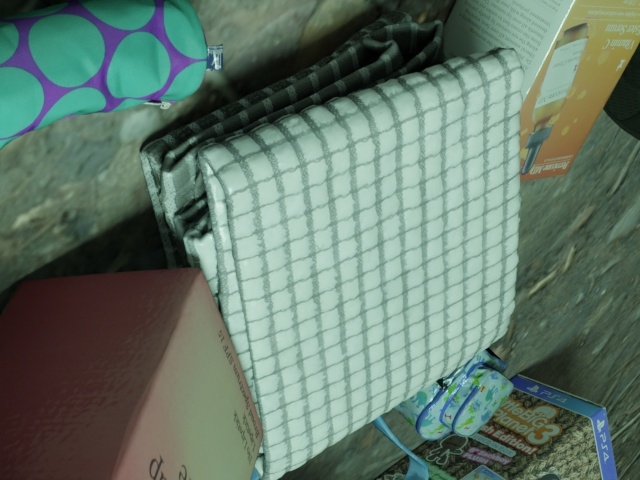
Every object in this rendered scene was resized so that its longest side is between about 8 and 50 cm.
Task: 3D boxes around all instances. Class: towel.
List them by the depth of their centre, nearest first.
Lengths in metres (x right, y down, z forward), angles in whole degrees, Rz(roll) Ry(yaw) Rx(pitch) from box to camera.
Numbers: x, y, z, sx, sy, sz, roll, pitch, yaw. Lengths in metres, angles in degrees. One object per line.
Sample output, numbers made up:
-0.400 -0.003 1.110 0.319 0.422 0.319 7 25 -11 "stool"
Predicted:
0.011 0.001 0.798 0.235 0.121 0.283 -26 134 -21 "towel"

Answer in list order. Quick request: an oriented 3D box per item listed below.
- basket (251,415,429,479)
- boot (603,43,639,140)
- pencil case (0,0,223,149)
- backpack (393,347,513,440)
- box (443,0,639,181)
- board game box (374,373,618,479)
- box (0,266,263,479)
-0.035 0.259 0.971 0.289 0.201 0.254 -46 141 -9 "basket"
0.357 -0.273 0.949 0.284 0.138 0.377 -36 143 -20 "boot"
-0.128 -0.085 0.584 0.152 0.064 0.070 -24 117 -36 "pencil case"
0.137 0.156 1.204 0.114 0.084 0.105 -48 149 4 "backpack"
0.160 -0.137 0.880 0.130 0.091 0.170 -12 134 -47 "box"
0.208 0.341 1.370 0.291 0.141 0.232 -31 118 -29 "board game box"
-0.130 0.144 0.643 0.232 0.127 0.148 -75 154 -51 "box"
